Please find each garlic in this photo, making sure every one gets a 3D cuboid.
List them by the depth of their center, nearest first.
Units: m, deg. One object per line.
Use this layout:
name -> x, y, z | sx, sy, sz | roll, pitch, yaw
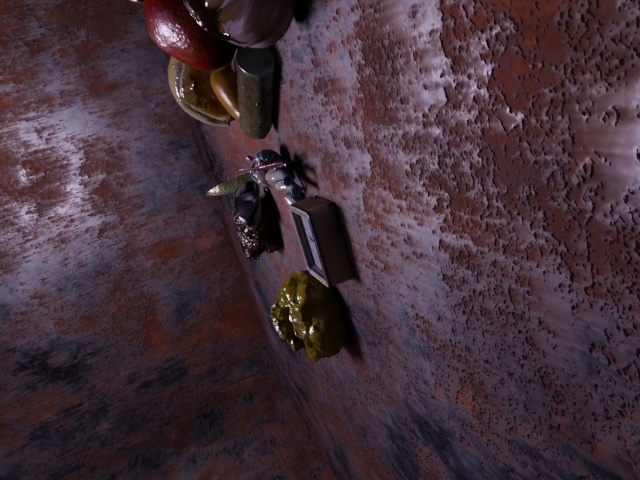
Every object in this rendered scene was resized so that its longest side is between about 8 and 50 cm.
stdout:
garlic -> -0.156, -0.468, 0.879 | 0.207, 0.207, 0.256 | -145, 42, -64

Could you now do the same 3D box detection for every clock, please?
clock -> 0.000, 0.000, 1.186 | 0.147, 0.071, 0.191 | 31, 140, 65

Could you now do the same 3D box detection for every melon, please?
melon -> -0.319, -0.195, 1.800 | 0.098, 0.182, 0.054 | -4, 106, 69

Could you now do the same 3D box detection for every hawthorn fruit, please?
hawthorn fruit -> -0.288, -0.484, 1.068 | 0.230, 0.266, 0.210 | -142, 59, -77

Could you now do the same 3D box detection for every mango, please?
mango -> -0.258, -0.430, 1.477 | 0.184, 0.085, 0.102 | 57, 159, 5

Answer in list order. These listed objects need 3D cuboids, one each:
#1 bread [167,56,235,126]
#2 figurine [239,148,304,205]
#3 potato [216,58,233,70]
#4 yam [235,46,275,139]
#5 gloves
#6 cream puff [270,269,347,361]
bread -> -0.384, -0.505, 1.588 | 0.171, 0.192, 0.313 | 49, 155, 48
figurine -> -0.095, -0.160, 1.290 | 0.205, 0.102, 0.260 | 36, 179, -29
potato -> -0.290, -0.546, 1.306 | 0.197, 0.149, 0.228 | 53, 163, 8
yam -> -0.160, -0.354, 1.229 | 0.093, 0.093, 0.259 | 63, 163, 19
gloves -> -0.233, -0.055, 1.771 | 0.312, 0.135, 0.210 | 101, 145, -63
cream puff -> -0.047, 0.218, 1.423 | 0.282, 0.185, 0.281 | 162, 90, -72
